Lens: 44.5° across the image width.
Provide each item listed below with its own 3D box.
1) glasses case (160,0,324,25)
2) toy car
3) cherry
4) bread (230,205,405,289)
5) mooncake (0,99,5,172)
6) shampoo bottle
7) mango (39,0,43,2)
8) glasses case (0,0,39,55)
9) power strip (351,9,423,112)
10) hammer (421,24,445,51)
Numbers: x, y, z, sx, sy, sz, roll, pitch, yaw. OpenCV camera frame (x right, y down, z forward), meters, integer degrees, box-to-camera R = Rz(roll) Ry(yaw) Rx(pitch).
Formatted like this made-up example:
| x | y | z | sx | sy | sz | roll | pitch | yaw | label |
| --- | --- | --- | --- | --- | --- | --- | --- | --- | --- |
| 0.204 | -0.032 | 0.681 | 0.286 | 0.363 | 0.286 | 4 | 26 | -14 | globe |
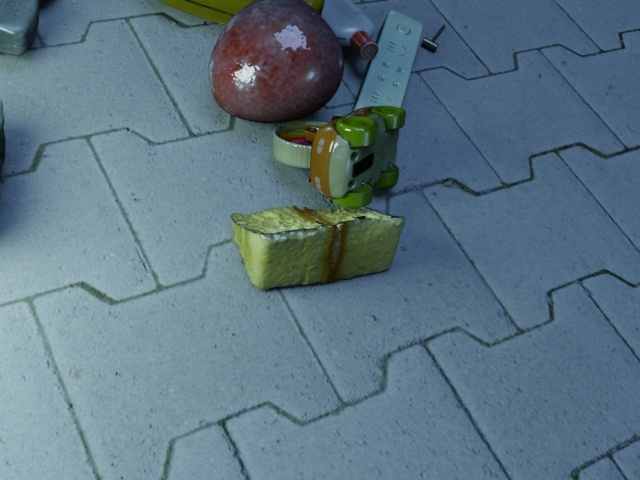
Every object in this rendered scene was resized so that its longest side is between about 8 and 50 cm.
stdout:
| x | y | z | sx | sy | sz | roll | pitch | yaw | label |
| --- | --- | --- | --- | --- | --- | --- | --- | --- | --- |
| -0.173 | -0.526 | 1.609 | 0.371 | 0.141 | 0.173 | 17 | 65 | -4 | glasses case |
| 0.023 | -0.171 | 1.407 | 0.235 | 0.145 | 0.235 | 4 | 26 | -2 | toy car |
| -0.074 | -0.338 | 1.452 | 0.285 | 0.213 | 0.236 | -26 | 41 | -18 | cherry |
| 0.000 | 0.000 | 1.293 | 0.266 | 0.178 | 0.142 | -9 | 89 | -20 | bread |
| -0.608 | -0.117 | 1.164 | 0.250 | 0.136 | 0.254 | 4 | 48 | -17 | mooncake |
| 0.057 | -0.450 | 1.650 | 0.108 | 0.051 | 0.221 | -12 | 44 | -20 | shampoo bottle |
| -0.558 | -0.527 | 1.509 | 0.122 | 0.085 | 0.191 | 55 | 35 | -28 | mango |
| -0.665 | -0.412 | 1.374 | 0.323 | 0.074 | 0.131 | 9 | 54 | -11 | glasses case |
| 0.143 | -0.356 | 1.631 | 0.091 | 0.062 | 0.385 | 21 | 51 | -4 | power strip |
| 0.264 | -0.464 | 1.782 | 0.035 | 0.019 | 0.110 | 30 | 46 | 6 | hammer |
